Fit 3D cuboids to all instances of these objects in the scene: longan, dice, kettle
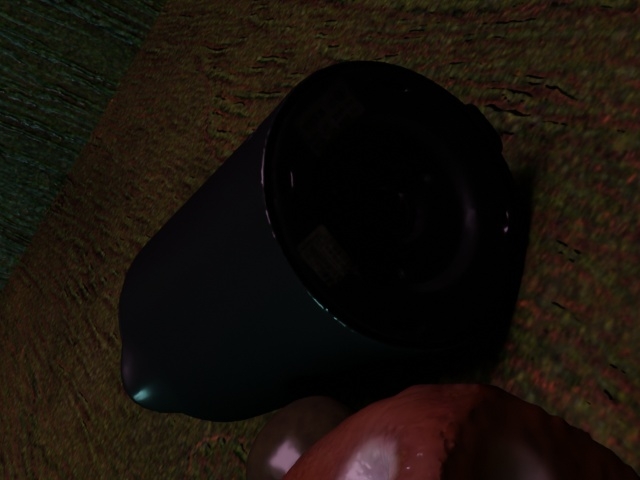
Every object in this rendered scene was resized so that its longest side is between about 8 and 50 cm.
[{"bbox_3d":[0.004,0.167,0.789,0.119,0.106,0.106,46,110,24],"label":"longan"},{"bbox_3d":[0.059,0.186,0.527,0.174,0.175,0.179,-43,28,38],"label":"dice"},{"bbox_3d":[-0.013,-0.004,0.892,0.308,0.203,0.262,-33,37,54],"label":"kettle"}]
